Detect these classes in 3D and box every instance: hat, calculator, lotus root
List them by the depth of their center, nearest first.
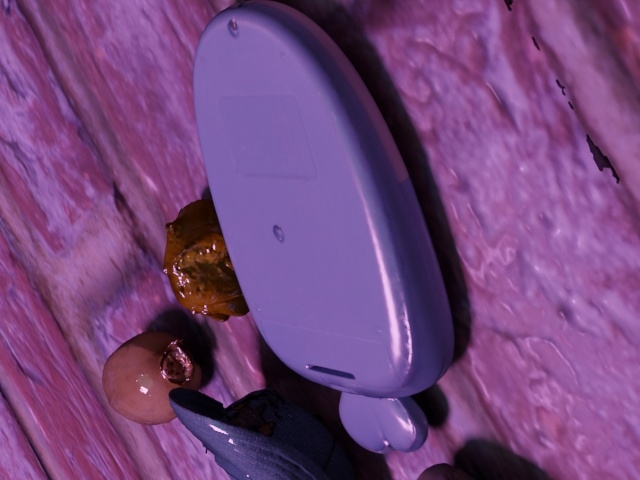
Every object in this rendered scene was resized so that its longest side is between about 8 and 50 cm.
[{"bbox_3d":[0.000,0.000,0.900,0.188,0.042,0.303,4,115,53],"label":"calculator"},{"bbox_3d":[-0.023,0.156,1.035,0.138,0.078,0.191,26,154,55],"label":"hat"},{"bbox_3d":[-0.133,0.109,1.160,0.073,0.062,0.150,60,150,0],"label":"lotus root"}]

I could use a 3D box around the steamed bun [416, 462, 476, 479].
[{"bbox_3d":[0.092,0.270,0.887,0.211,0.144,0.218,39,143,31],"label":"steamed bun"}]

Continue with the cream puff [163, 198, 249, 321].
[{"bbox_3d":[-0.081,0.017,1.014,0.083,0.058,0.083,46,147,27],"label":"cream puff"}]
